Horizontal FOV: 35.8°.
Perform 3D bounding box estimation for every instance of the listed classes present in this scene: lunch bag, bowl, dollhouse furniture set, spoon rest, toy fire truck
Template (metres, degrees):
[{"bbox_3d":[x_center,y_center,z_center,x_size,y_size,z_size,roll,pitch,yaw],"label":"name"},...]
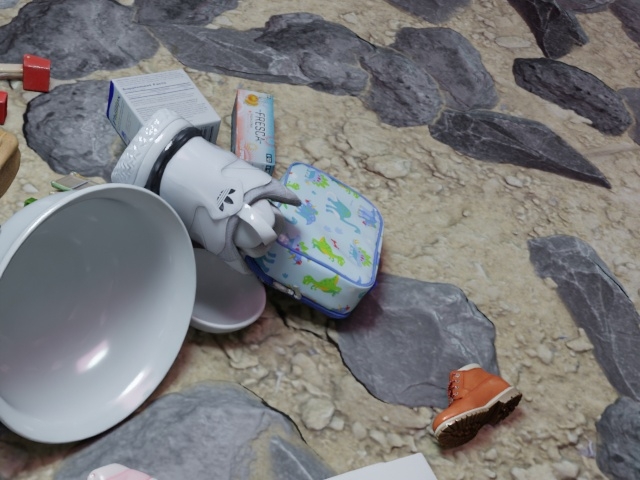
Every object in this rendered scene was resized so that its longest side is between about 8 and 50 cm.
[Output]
[{"bbox_3d":[0.000,0.000,1.382,0.176,0.090,0.219,28,34,-11],"label":"lunch bag"},{"bbox_3d":[-0.291,0.067,1.120,0.134,0.297,0.298,19,35,36],"label":"bowl"},{"bbox_3d":[-0.353,-0.042,1.371,0.076,0.058,0.152,20,22,11],"label":"dollhouse furniture set"},{"bbox_3d":[-0.204,0.056,1.277,0.277,0.084,0.137,6,43,-13],"label":"spoon rest"},{"bbox_3d":[-0.514,-0.237,1.499,0.192,0.047,0.135,8,42,-12],"label":"toy fire truck"}]

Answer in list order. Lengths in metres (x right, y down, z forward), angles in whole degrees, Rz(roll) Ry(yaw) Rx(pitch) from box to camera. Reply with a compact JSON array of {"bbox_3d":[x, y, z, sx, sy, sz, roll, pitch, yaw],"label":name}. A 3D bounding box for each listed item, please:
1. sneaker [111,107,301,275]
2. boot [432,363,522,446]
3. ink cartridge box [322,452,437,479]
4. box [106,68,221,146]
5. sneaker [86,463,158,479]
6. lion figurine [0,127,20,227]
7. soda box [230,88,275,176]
[{"bbox_3d":[-0.151,-0.054,1.294,0.210,0.366,0.137,35,85,-5],"label":"sneaker"},{"bbox_3d":[0.183,0.210,1.282,0.158,0.059,0.085,-17,49,-44],"label":"boot"},{"bbox_3d":[0.061,0.366,0.979,0.168,0.171,0.232,-9,48,-28],"label":"ink cartridge box"},{"bbox_3d":[-0.244,-0.192,1.533,0.126,0.072,0.137,-15,53,-32],"label":"box"},{"bbox_3d":[-0.232,0.289,1.044,0.070,0.051,0.134,27,39,11],"label":"sneaker"},{"bbox_3d":[-0.462,-0.071,1.183,0.392,0.142,0.240,-1,38,29],"label":"lion figurine"},{"bbox_3d":[-0.108,-0.160,1.561,0.063,0.058,0.183,9,43,-12],"label":"soda box"}]
